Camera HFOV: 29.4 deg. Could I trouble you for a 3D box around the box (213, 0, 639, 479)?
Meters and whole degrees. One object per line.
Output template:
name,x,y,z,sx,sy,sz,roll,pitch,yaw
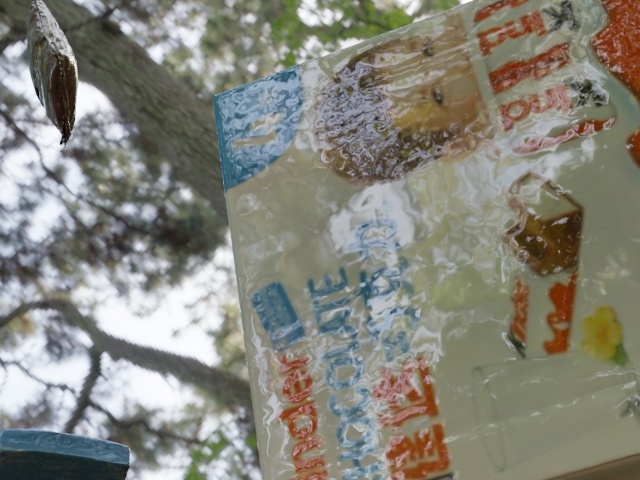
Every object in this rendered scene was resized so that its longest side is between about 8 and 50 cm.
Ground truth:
box,0.085,-0.002,0.599,0.265,0.273,0.048,-20,-33,13

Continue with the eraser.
eraser,-0.318,0.332,1.371,0.144,0.042,0.312,12,-55,-16

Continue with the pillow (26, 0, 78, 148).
pillow,-0.281,-0.183,1.274,0.043,0.185,0.118,-7,-54,-16
